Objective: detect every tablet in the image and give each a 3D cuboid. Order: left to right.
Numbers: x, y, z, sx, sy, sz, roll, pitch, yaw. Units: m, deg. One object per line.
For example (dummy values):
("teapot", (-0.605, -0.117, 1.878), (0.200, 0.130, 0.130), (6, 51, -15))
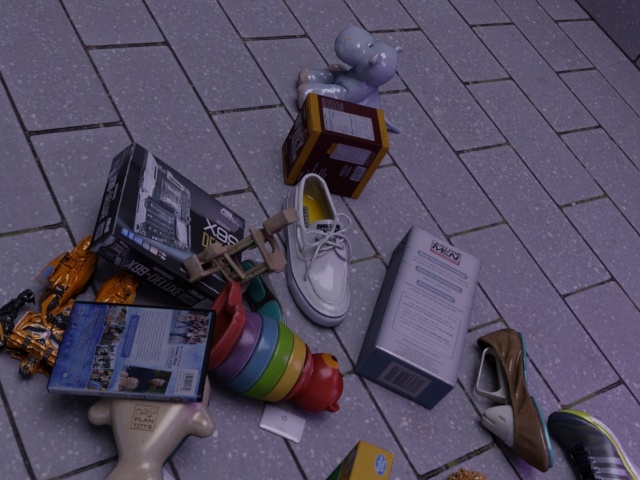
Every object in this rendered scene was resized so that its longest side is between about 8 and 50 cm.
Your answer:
("tablet", (-0.071, 0.346, 1.539), (0.083, 0.006, 0.054), (25, 46, -7))

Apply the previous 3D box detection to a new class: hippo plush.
("hippo plush", (0.088, -0.410, 2.090), (0.294, 0.236, 0.234), (42, 46, 10))

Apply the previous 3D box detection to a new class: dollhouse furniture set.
("dollhouse furniture set", (-0.134, 0.032, 1.529), (0.161, 0.182, 0.101), (-22, 84, -60))

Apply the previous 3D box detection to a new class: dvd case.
("dvd case", (-0.312, 0.184, 1.368), (0.253, 0.022, 0.180), (4, 48, 1))

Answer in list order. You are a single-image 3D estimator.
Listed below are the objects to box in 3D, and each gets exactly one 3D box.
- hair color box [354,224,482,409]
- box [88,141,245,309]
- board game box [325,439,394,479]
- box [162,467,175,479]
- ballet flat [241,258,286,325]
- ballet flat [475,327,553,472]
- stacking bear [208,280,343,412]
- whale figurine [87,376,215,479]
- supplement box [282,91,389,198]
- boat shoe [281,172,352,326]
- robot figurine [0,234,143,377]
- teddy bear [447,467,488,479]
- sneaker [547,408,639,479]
("hair color box", (0.221, 0.158, 1.770), (0.185, 0.113, 0.374), (27, 47, -4))
("box", (-0.288, -0.013, 1.596), (0.307, 0.076, 0.242), (37, 38, -34))
("board game box", (0.011, 0.509, 1.282), (0.064, 0.242, 0.316), (25, 45, -4))
("box", (-0.289, 0.469, 1.306), (0.145, 0.038, 0.186), (45, 46, 13))
("ballet flat", (-0.106, 0.131, 1.664), (0.068, 0.072, 0.213), (18, 41, -56))
("ballet flat", (0.396, 0.334, 1.725), (0.124, 0.116, 0.342), (-1, 51, -2))
("stacking bear", (-0.082, 0.229, 1.525), (0.289, 0.164, 0.175), (30, 13, -19))
("whale figurine", (-0.283, 0.315, 1.369), (0.216, 0.141, 0.272), (5, 53, 1))
("supplement box", (0.032, -0.223, 1.938), (0.194, 0.191, 0.129), (11, 49, -19))
("boat shoe", (0.008, 0.000, 1.764), (0.136, 0.156, 0.367), (7, 50, -21))
("robot figurine", (-0.454, 0.128, 1.474), (0.211, 0.085, 0.291), (30, 46, -2))
("teddy bear", (0.249, 0.547, 1.462), (0.338, 0.113, 0.245), (-17, 60, -36))
("sneaker", (0.582, 0.482, 1.688), (0.121, 0.111, 0.300), (-28, 67, -36))
